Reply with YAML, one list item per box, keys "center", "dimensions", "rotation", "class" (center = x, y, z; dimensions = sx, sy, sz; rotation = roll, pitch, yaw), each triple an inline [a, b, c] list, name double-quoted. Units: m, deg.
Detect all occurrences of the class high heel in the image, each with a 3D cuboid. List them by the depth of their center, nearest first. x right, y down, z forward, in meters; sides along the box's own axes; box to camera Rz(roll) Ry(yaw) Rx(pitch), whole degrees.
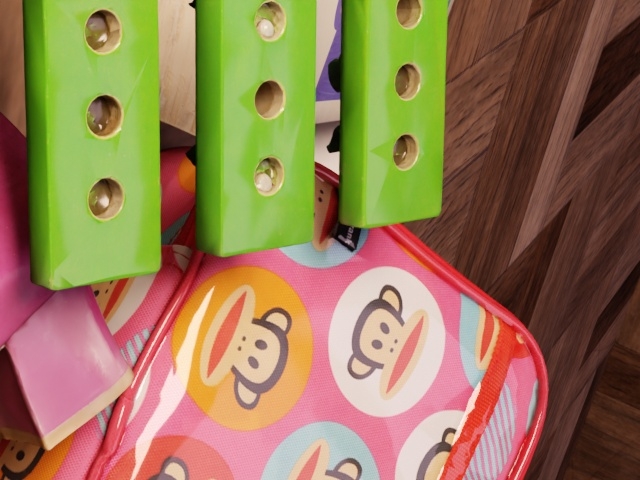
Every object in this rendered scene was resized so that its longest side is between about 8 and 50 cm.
- center: [-0.167, 0.055, 0.465]
  dimensions: [0.244, 0.082, 0.117]
  rotation: [-35, 111, -31]
  class: "high heel"

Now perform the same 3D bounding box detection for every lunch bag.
- center: [-0.027, 0.131, 0.653]
  dimensions: [0.258, 0.120, 0.293]
  rotation: [38, 71, -35]
  class: "lunch bag"

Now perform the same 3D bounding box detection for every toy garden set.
- center: [-0.058, -0.094, 0.495]
  dimensions: [0.244, 0.049, 0.204]
  rotation: [-10, 106, -41]
  class: "toy garden set"

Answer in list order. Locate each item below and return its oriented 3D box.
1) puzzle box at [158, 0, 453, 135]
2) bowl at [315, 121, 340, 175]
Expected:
- center: [0.046, -0.247, 0.676]
  dimensions: [0.272, 0.052, 0.409]
  rotation: [-18, 130, -67]
  class: "puzzle box"
- center: [0.000, 0.000, 0.865]
  dimensions: [0.142, 0.053, 0.142]
  rotation: [-31, 141, -60]
  class: "bowl"
